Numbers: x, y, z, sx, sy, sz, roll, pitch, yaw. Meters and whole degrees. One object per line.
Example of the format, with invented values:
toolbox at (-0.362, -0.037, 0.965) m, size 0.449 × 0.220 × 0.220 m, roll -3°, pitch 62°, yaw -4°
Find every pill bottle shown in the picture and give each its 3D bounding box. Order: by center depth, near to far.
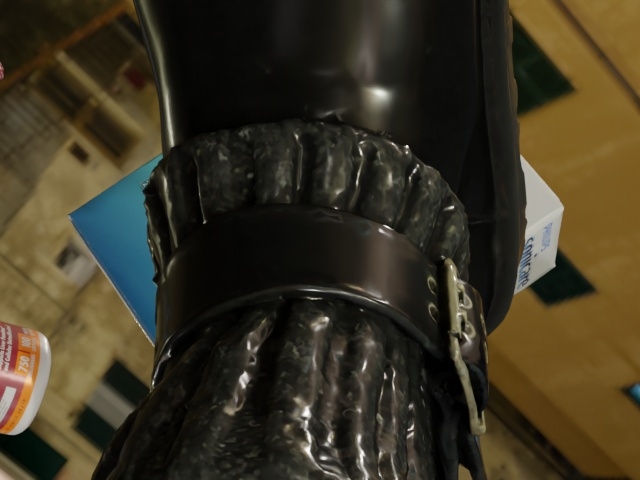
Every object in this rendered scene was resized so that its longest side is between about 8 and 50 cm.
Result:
pill bottle at (-0.293, 0.094, 1.075) m, size 0.086 × 0.152 × 0.086 m, roll -38°, pitch -138°, yaw 46°

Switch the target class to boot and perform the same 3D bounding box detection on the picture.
boot at (-0.017, -0.021, 0.427) m, size 0.131 × 0.348 × 0.260 m, roll -5°, pitch -145°, yaw 25°

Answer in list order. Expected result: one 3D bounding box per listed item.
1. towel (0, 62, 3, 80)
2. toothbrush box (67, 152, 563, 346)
towel at (-0.214, -0.073, 0.177) m, size 0.329 × 0.237 × 0.037 m, roll 15°, pitch 96°, yaw -75°
toothbrush box at (0.000, 0.000, 1.044) m, size 0.295 × 0.216 × 0.126 m, roll -36°, pitch 159°, yaw -7°
